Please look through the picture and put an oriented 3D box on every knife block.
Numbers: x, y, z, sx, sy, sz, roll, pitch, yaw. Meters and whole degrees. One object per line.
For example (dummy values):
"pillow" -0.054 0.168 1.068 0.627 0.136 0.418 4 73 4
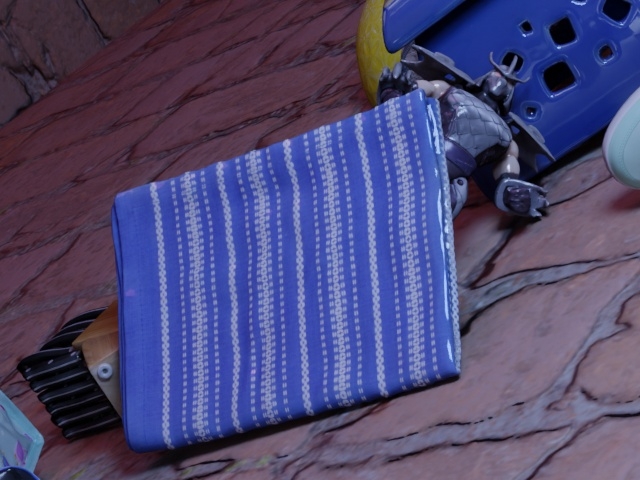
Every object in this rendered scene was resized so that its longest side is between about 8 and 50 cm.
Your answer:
"knife block" -0.149 0.087 1.777 0.275 0.088 0.242 -32 17 -2

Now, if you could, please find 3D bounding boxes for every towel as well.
"towel" -0.039 0.030 1.555 0.336 0.243 0.040 -17 -24 33

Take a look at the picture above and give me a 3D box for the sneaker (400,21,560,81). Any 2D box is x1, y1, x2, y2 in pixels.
"sneaker" 0.168 -0.198 2.036 0.283 0.110 0.122 -27 36 52

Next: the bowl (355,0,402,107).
"bowl" 0.149 -0.297 2.273 0.289 0.156 0.289 -28 17 9

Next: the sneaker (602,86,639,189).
"sneaker" 0.324 -0.087 1.446 0.256 0.094 0.151 -24 20 26

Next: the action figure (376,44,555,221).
"action figure" 0.100 -0.053 1.633 0.285 0.185 0.099 -54 -2 -21

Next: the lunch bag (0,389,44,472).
"lunch bag" -0.376 0.231 1.623 0.223 0.160 0.262 -34 15 12

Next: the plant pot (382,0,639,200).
"plant pot" 0.192 -0.213 1.788 0.236 0.212 0.236 -37 15 19

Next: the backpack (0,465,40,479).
"backpack" -0.249 0.235 1.467 0.105 0.114 0.084 -43 20 -33
